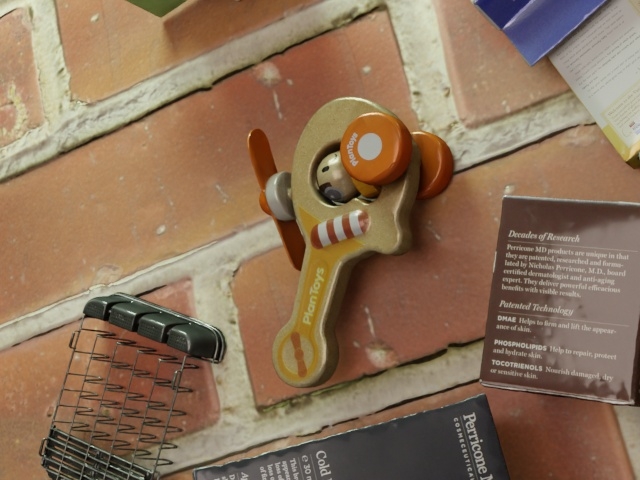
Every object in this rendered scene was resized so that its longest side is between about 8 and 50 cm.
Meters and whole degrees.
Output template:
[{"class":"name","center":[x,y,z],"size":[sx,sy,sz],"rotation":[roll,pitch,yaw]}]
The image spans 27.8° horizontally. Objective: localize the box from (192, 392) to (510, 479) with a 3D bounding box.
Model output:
[{"class":"box","center":[0.066,0.370,1.339],"size":[0.312,0.179,0.343],"rotation":[-14,74,2]}]

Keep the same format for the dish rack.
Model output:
[{"class":"dish rack","center":[-0.257,0.217,1.701],"size":[0.208,0.074,0.272],"rotation":[17,92,31]}]

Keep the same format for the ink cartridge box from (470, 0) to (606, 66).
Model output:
[{"class":"ink cartridge box","center":[0.265,-0.406,1.490],"size":[0.303,0.072,0.307],"rotation":[-42,50,15]}]

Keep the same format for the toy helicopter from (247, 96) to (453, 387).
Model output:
[{"class":"toy helicopter","center":[0.000,0.000,1.561],"size":[0.235,0.140,0.355],"rotation":[15,91,32]}]

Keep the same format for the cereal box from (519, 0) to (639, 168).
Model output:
[{"class":"cereal box","center":[0.350,-0.225,1.454],"size":[0.173,0.047,0.240],"rotation":[-38,65,17]}]

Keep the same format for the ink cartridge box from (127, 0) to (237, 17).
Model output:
[{"class":"ink cartridge box","center":[-0.160,-0.357,1.686],"size":[0.235,0.171,0.056],"rotation":[-32,68,21]}]

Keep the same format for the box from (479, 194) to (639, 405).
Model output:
[{"class":"box","center":[0.284,0.069,1.369],"size":[0.167,0.168,0.203],"rotation":[4,83,30]}]

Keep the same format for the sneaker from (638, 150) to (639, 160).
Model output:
[{"class":"sneaker","center":[0.466,-0.132,1.360],"size":[0.267,0.101,0.106],"rotation":[-14,63,18]}]
